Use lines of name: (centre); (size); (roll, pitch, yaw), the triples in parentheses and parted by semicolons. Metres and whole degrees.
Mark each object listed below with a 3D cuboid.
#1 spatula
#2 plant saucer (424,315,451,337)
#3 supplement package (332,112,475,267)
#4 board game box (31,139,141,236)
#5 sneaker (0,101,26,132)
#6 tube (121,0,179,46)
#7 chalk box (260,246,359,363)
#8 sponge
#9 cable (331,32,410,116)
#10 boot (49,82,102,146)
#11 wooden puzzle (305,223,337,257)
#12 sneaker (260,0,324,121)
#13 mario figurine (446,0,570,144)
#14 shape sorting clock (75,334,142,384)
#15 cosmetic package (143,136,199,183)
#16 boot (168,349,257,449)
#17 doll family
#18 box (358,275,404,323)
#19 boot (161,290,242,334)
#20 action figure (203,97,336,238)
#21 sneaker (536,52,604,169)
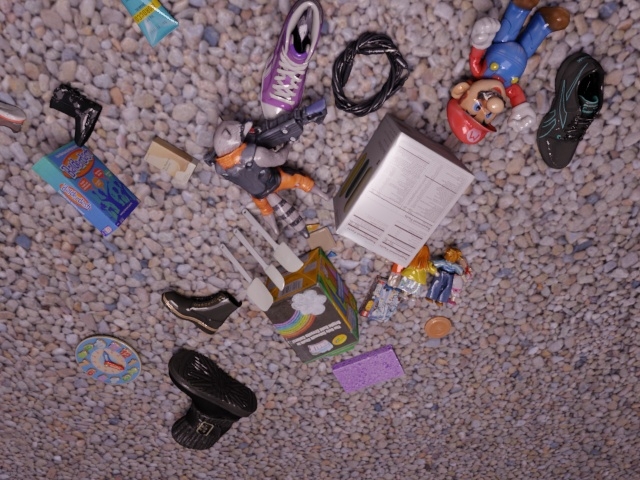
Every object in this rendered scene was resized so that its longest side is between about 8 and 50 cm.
spatula: (-0.167, 0.043, 1.114); (0.242, 0.019, 0.168); (45, 109, 25)
plant saucer: (0.365, 0.271, 1.347); (0.083, 0.013, 0.084); (0, 118, 0)
supplement package: (0.180, -0.121, 1.031); (0.197, 0.199, 0.263); (26, 114, -14)
board game box: (-0.545, -0.129, 1.033); (0.047, 0.160, 0.210); (-34, 114, 15)
sneaker: (-0.769, -0.296, 0.998); (0.157, 0.061, 0.065); (27, 120, -14)
tube: (-0.392, -0.518, 0.899); (0.080, 0.052, 0.207); (-24, 122, 22)
chalk box: (-0.007, 0.202, 1.206); (0.180, 0.179, 0.289); (-25, 117, 15)
sponge: (0.154, 0.419, 1.410); (0.209, 0.031, 0.117); (-23, 116, 10)
cable: (0.100, -0.371, 0.984); (0.184, 0.047, 0.150); (-36, 113, 17)
boot: (-0.577, -0.293, 1.011); (0.099, 0.045, 0.121); (29, 106, -18)
wooden puzzle: (0.000, 0.000, 1.197); (0.078, 0.014, 0.117); (-14, 117, 11)
sneaker: (-0.069, -0.365, 0.921); (0.102, 0.161, 0.282); (14, 118, -10)
mario figurine: (0.398, -0.353, 0.927); (0.198, 0.170, 0.321); (34, 108, 20)
shape sorting clock: (-0.667, 0.381, 1.366); (0.205, 0.040, 0.207); (-1, 117, -1)
cosmetic package: (-0.365, -0.197, 1.067); (0.115, 0.041, 0.060); (28, 114, -15)
boot: (-0.406, 0.528, 1.398); (0.260, 0.131, 0.348); (-39, 113, 17)
doll family: (0.309, 0.089, 1.181); (0.262, 0.118, 0.163); (13, 102, -8)
box: (0.183, 0.176, 1.285); (0.093, 0.027, 0.137); (18, 116, -12)
boot: (-0.340, 0.173, 1.254); (0.137, 0.077, 0.197); (-42, 124, 14)
action figure: (-0.100, -0.165, 0.997); (0.341, 0.179, 0.330); (-24, 135, 30)
sneaker: (0.580, -0.287, 1.008); (0.100, 0.106, 0.268); (-4, 119, 0)
